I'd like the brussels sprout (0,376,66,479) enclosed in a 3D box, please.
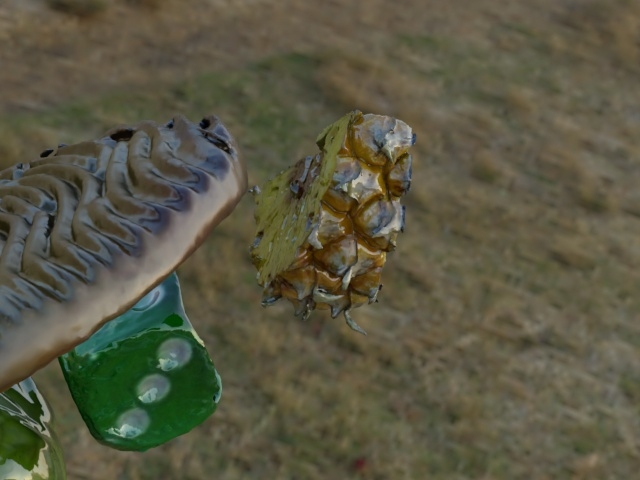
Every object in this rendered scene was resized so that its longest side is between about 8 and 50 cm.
[{"bbox_3d":[-0.345,0.174,1.496,0.271,0.210,0.219,53,10,-35],"label":"brussels sprout"}]

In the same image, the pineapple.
[{"bbox_3d":[0.001,0.000,1.259,0.079,0.135,0.233,8,-14,-13],"label":"pineapple"}]

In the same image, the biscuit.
[{"bbox_3d":[-0.181,0.024,0.807,0.318,0.040,0.318,-24,15,7],"label":"biscuit"}]

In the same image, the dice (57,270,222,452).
[{"bbox_3d":[-0.159,0.092,1.477,0.120,0.128,0.131,-25,38,-6],"label":"dice"}]
